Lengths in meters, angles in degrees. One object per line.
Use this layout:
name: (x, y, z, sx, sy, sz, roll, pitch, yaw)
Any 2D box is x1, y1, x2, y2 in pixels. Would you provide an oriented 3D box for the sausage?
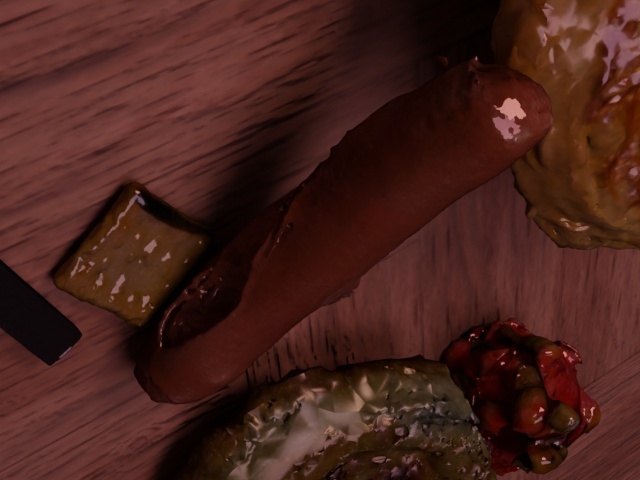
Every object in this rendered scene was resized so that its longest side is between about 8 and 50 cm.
sausage: (0.001, -0.001, 0.706, 0.326, 0.079, 0.087, -39, -169, 29)

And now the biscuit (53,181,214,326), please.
biscuit: (-0.114, 0.010, 0.715, 0.081, 0.018, 0.083, -52, 140, 4)

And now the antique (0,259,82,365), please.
antique: (-0.196, 0.016, 0.647, 0.031, 0.015, 0.192, -42, 140, -6)

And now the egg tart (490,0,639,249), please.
egg tart: (0.262, -0.193, 0.775, 0.443, 0.178, 0.443, -22, 134, -25)

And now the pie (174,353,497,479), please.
pie: (0.002, 0.236, 0.933, 0.288, 0.103, 0.355, -27, 137, -17)

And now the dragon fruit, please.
dragon fruit: (0.170, 0.140, 0.995, 0.150, 0.207, 0.133, 30, 86, -7)
